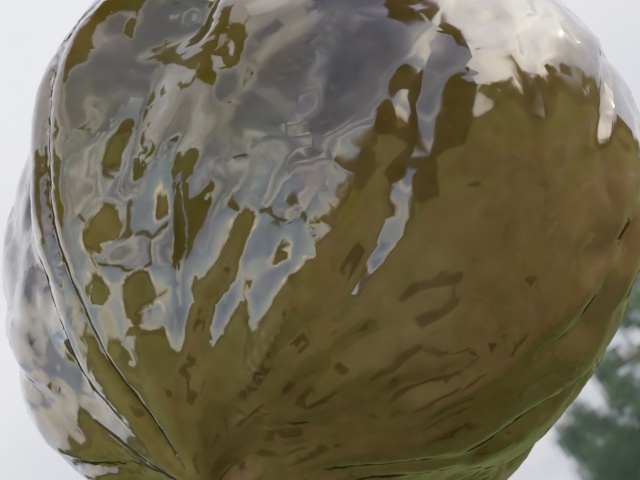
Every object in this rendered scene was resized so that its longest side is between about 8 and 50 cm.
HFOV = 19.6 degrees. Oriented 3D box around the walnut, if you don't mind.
[{"bbox_3d":[0.000,0.000,0.623,0.228,0.228,0.228,-30,-16,-10],"label":"walnut"}]
